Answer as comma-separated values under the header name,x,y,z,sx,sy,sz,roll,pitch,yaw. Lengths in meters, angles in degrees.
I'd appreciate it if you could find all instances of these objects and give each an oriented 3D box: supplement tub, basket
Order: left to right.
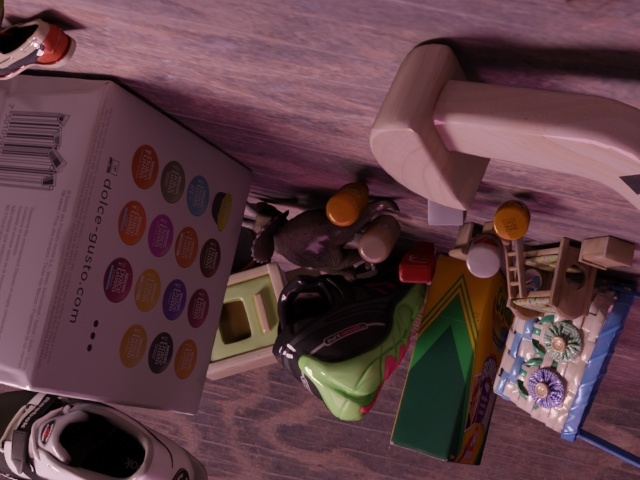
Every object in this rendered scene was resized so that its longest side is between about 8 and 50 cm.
name,x,y,z,sx,sy,sz,roll,pitch,yaw
supplement tub,-0.145,0.027,1.735,0.106,0.106,0.198,12,170,8
basket,0.412,0.184,1.404,0.289,0.254,0.201,17,-163,17

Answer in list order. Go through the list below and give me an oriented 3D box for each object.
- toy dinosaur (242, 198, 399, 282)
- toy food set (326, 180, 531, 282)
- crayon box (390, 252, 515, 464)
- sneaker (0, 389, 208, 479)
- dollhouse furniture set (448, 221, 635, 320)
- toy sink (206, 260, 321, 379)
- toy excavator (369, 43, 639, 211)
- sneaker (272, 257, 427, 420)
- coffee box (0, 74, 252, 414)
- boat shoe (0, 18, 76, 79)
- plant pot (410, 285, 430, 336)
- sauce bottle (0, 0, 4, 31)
name,x,y,z,sx,sy,sz,roll,pitch,yaw
toy dinosaur,0.000,0.000,1.356,0.160,0.121,0.313,4,180,-28
toy food set,0.132,-0.018,1.151,0.232,0.111,0.104,0,-162,15
crayon box,0.242,0.217,1.664,0.106,0.313,0.363,14,171,20
sneaker,-0.299,0.226,1.133,0.331,0.122,0.146,9,152,22
dollhouse furniture set,0.274,0.040,1.246,0.161,0.101,0.182,17,170,-17
toy sink,-0.099,0.129,1.645,0.234,0.152,0.131,-15,167,-1
toy excavator,0.313,-0.018,0.712,0.445,0.222,0.433,35,161,-29
sneaker,0.043,0.106,1.529,0.202,0.185,0.483,32,-166,1
coffee box,-0.334,0.008,1.207,0.338,0.337,0.334,8,169,26
boat shoe,-0.291,-0.184,0.921,0.137,0.049,0.043,3,162,38
plant pot,0.132,0.139,1.980,0.237,0.109,0.237,14,171,2
sauce bottle,-0.269,-0.202,0.614,0.111,0.111,0.344,16,171,-11
